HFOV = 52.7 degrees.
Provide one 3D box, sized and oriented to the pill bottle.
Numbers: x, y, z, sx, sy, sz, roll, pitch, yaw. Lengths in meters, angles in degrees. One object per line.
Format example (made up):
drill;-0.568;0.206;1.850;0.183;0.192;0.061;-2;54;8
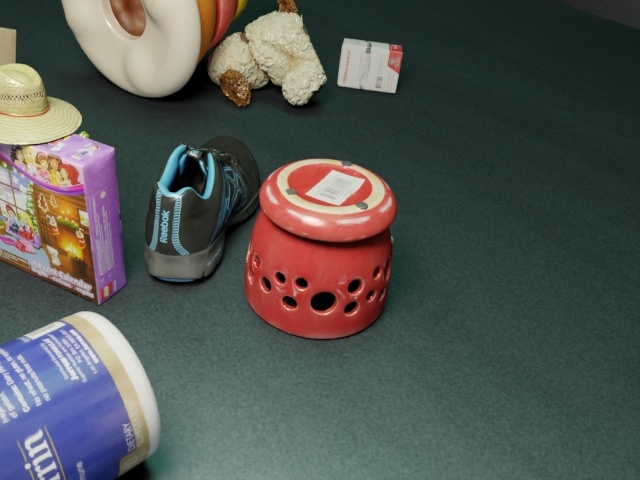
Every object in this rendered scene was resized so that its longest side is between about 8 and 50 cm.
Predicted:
pill bottle;-0.281;0.177;0.533;0.264;0.153;0.153;-26;47;-38

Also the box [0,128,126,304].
box;-0.382;-0.059;0.807;0.293;0.201;0.057;20;37;18

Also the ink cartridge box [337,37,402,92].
ink cartridge box;0.112;-0.398;1.471;0.135;0.099;0.056;8;35;0

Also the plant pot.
plant pot;0.000;0.000;0.824;0.191;0.174;0.191;4;34;-2

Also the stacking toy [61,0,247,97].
stacking toy;-0.257;-0.534;1.354;0.350;0.351;0.480;25;42;23

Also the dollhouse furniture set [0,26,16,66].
dollhouse furniture set;-0.672;-0.379;1.257;0.144;0.123;0.151;1;32;-26

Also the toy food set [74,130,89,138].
toy food set;-0.392;-0.132;0.948;0.128;0.071;0.218;41;13;5

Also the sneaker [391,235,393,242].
sneaker;0.079;-0.019;0.985;0.083;0.032;0.037;27;40;25

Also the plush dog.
plush dog;-0.133;-0.394;1.371;0.225;0.210;0.262;-23;36;3

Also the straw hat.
straw hat;-0.347;-0.168;0.739;0.144;0.061;0.144;6;34;-4

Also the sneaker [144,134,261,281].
sneaker;-0.158;-0.086;0.942;0.125;0.140;0.341;7;34;2
